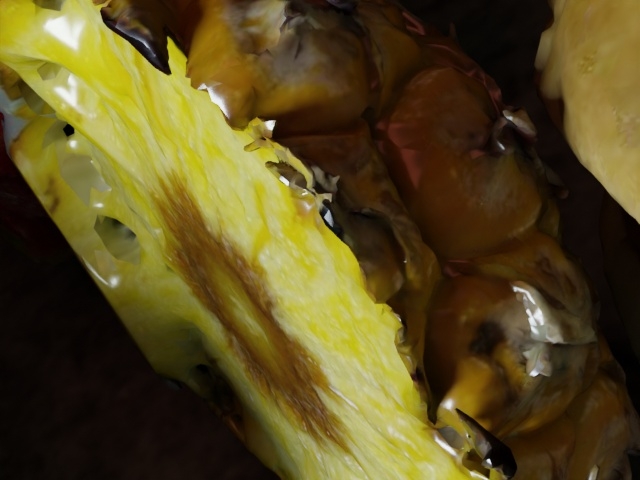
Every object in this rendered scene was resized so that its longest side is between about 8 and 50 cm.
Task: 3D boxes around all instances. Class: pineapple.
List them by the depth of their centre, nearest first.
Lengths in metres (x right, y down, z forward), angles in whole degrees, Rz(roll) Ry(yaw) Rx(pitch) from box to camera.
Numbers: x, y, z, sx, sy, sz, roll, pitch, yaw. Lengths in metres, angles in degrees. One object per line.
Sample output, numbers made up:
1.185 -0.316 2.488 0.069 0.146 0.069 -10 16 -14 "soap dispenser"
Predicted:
0.000 0.000 0.443 0.076 0.225 0.225 -39 41 -18 "pineapple"

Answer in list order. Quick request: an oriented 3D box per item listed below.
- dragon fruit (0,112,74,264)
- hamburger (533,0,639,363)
-0.054 -0.074 0.575 0.208 0.133 0.150 -21 89 25 "dragon fruit"
0.165 0.005 0.337 0.330 0.162 0.209 13 66 38 "hamburger"
